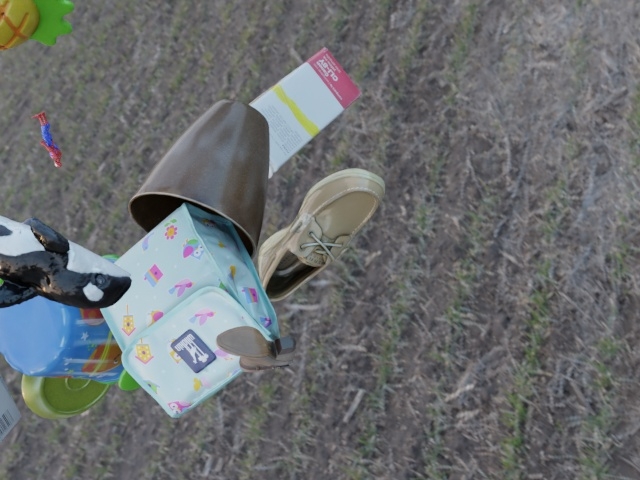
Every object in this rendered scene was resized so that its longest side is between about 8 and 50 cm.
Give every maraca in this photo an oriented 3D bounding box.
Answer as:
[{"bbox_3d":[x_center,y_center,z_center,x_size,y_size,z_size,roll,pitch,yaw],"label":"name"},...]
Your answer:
[{"bbox_3d":[-0.440,-0.317,1.122,0.127,0.186,0.099,121,141,-53],"label":"maraca"}]

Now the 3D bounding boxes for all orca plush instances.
[{"bbox_3d":[-0.382,0.028,0.979,0.151,0.287,0.102,-13,50,55],"label":"orca plush"}]

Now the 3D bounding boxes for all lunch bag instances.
[{"bbox_3d":[-0.200,0.112,1.244,0.223,0.160,0.262,-38,63,15],"label":"lunch bag"}]

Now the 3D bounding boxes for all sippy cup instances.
[{"bbox_3d":[-0.428,0.141,1.400,0.306,0.224,0.239,-6,84,25],"label":"sippy cup"}]

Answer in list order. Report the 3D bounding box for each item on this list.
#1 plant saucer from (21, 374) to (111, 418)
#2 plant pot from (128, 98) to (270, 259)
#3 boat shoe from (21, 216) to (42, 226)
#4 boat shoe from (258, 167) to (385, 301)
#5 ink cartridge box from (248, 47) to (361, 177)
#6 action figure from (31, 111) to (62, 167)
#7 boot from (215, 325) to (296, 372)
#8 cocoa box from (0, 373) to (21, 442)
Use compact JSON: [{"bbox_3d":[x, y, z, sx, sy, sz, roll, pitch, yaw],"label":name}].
[{"bbox_3d":[-0.553,0.303,1.826,0.037,0.241,0.240,26,81,39],"label":"plant saucer"},{"bbox_3d":[-0.172,-0.111,1.336,0.215,0.215,0.230,-6,54,41],"label":"plant pot"},{"bbox_3d":[-0.621,0.048,1.896,0.089,0.109,0.258,-34,72,12],"label":"boat shoe"},{"bbox_3d":[0.000,0.000,1.446,0.341,0.122,0.110,-45,31,43],"label":"boat shoe"},{"bbox_3d":[-0.121,-0.284,2.018,0.279,0.160,0.384,-25,17,49],"label":"ink cartridge box"},{"bbox_3d":[-0.557,-0.203,1.653,0.030,0.115,0.038,-20,18,3],"label":"action figure"},{"bbox_3d":[-0.087,0.146,1.034,0.087,0.119,0.042,130,142,-53],"label":"boot"},{"bbox_3d":[-0.779,0.368,1.497,0.228,0.231,0.347,24,56,13],"label":"cocoa box"}]
